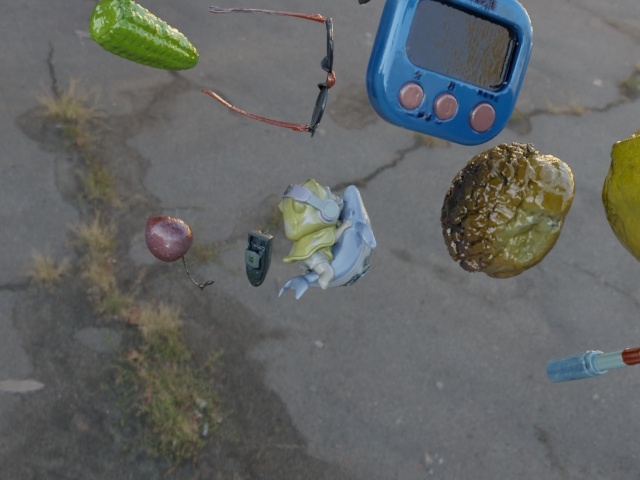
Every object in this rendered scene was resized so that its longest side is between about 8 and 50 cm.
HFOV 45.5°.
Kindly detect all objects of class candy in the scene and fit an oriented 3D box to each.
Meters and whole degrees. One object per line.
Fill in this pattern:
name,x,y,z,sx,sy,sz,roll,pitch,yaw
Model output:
candy,-0.297,-0.349,1.328,0.209,0.097,0.097,16,29,-48

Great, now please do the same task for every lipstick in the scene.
lipstick,0.643,0.281,1.758,0.068,0.274,0.061,4,72,-31

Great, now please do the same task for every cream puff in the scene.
cream puff,0.422,-0.079,1.807,0.231,0.343,0.327,23,63,-16

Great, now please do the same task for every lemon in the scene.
lemon,0.686,-0.077,1.384,0.335,0.336,0.336,9,40,-8

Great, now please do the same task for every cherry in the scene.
cherry,-0.321,0.023,1.779,0.225,0.107,0.090,44,-3,-32

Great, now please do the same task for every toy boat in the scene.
toy boat,-0.140,0.045,1.692,0.055,0.141,0.060,22,35,20

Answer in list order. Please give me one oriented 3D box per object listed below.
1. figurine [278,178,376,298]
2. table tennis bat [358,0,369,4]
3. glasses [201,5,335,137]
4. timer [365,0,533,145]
figurine,0.000,0.000,1.191,0.183,0.128,0.209,39,75,-14
table tennis bat,0.012,-0.355,0.787,0.019,0.221,0.130,-24,7,-16
glasses,-0.103,-0.338,1.504,0.268,0.234,0.118,8,26,-3
timer,0.258,-0.362,1.532,0.339,0.309,0.115,11,11,-27
